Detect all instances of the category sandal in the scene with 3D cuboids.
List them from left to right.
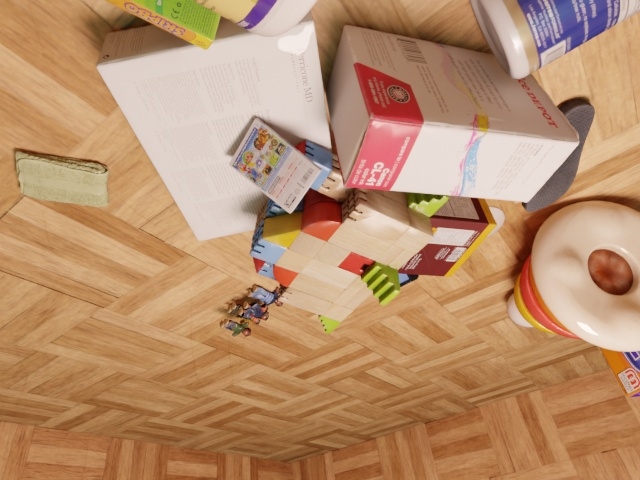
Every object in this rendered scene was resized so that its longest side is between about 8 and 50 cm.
[{"bbox_3d":[0.476,-0.167,0.875,0.097,0.054,0.254,-9,133,-11],"label":"sandal"}]

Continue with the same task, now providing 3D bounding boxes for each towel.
[{"bbox_3d":[-0.464,-0.106,0.781,0.148,0.027,0.110,8,140,-20],"label":"towel"}]

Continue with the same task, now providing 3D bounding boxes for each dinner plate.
[{"bbox_3d":[0.380,-0.030,1.051,0.141,0.017,0.141,-5,143,-4],"label":"dinner plate"}]

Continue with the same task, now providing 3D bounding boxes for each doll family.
[{"bbox_3d":[-0.182,0.195,1.185,0.193,0.076,0.111,-36,130,27],"label":"doll family"}]

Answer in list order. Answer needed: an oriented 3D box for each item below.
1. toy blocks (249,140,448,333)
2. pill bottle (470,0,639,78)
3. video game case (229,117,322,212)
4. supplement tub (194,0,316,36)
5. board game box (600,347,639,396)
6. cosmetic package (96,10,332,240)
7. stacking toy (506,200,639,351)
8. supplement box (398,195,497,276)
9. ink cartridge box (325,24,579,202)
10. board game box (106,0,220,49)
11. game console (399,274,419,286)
[{"bbox_3d":[0.000,0.000,0.767,0.261,0.191,0.381,22,132,-20],"label":"toy blocks"},{"bbox_3d":[0.338,-0.339,0.538,0.265,0.153,0.153,-28,138,22],"label":"pill bottle"},{"bbox_3d":[-0.069,-0.110,0.644,0.122,0.011,0.087,38,118,1],"label":"video game case"},{"bbox_3d":[-0.134,-0.355,0.354,0.331,0.241,0.241,17,136,-29],"label":"supplement tub"},{"bbox_3d":[0.986,0.171,1.145,0.356,0.356,0.356,0,141,-11],"label":"board game box"},{"bbox_3d":[-0.127,-0.168,0.711,0.284,0.097,0.377,-9,142,2],"label":"cosmetic package"},{"bbox_3d":[0.647,0.137,1.152,0.350,0.350,0.480,-6,160,-3],"label":"stacking toy"},{"bbox_3d":[0.224,-0.029,0.929,0.194,0.129,0.191,5,141,-17],"label":"supplement box"},{"bbox_3d":[0.177,-0.185,0.644,0.306,0.226,0.131,5,141,-15],"label":"ink cartridge box"},{"bbox_3d":[-0.229,-0.327,0.470,0.259,0.124,0.039,18,168,-32],"label":"board game box"},{"bbox_3d":[0.170,0.075,1.104,0.122,0.107,0.071,-31,165,27],"label":"game console"}]
